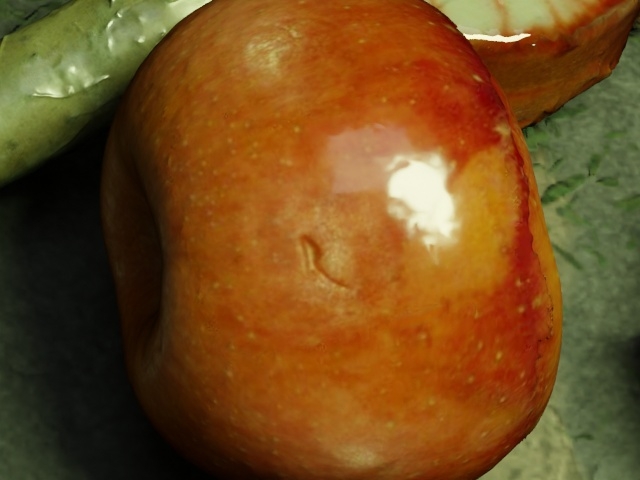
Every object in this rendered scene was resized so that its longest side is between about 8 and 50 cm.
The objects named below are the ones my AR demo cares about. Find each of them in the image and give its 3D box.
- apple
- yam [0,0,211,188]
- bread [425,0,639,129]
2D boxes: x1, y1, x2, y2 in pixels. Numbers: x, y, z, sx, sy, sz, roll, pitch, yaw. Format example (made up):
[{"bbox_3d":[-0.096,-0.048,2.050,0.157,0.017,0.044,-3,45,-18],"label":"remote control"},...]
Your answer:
[{"bbox_3d":[0.000,0.000,0.952,0.206,0.251,0.272,-9,68,-9],"label":"apple"},{"bbox_3d":[-0.190,-0.058,1.029,0.371,0.083,0.083,-29,65,-9],"label":"yam"},{"bbox_3d":[0.081,-0.210,1.185,0.295,0.114,0.328,41,62,17],"label":"bread"}]
